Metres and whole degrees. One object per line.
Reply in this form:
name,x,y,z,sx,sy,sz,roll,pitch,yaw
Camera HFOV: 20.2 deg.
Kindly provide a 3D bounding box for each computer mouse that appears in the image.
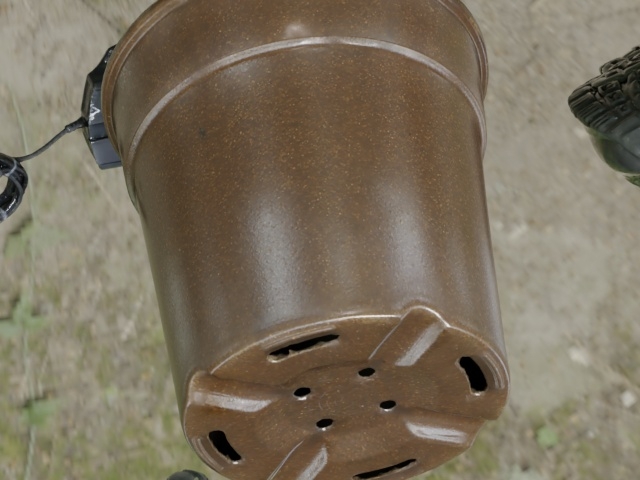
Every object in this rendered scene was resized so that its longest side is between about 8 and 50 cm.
computer mouse,-0.136,-0.058,1.025,0.242,0.041,0.071,-34,137,-42

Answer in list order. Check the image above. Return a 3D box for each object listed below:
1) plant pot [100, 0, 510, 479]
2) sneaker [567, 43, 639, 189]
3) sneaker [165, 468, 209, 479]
plant pot,0.000,0.000,0.716,0.167,0.165,0.167,-6,142,-5
sneaker,0.232,-0.064,1.113,0.109,0.286,0.130,-21,94,20
sneaker,-0.155,0.284,1.251,0.122,0.283,0.110,13,157,17
